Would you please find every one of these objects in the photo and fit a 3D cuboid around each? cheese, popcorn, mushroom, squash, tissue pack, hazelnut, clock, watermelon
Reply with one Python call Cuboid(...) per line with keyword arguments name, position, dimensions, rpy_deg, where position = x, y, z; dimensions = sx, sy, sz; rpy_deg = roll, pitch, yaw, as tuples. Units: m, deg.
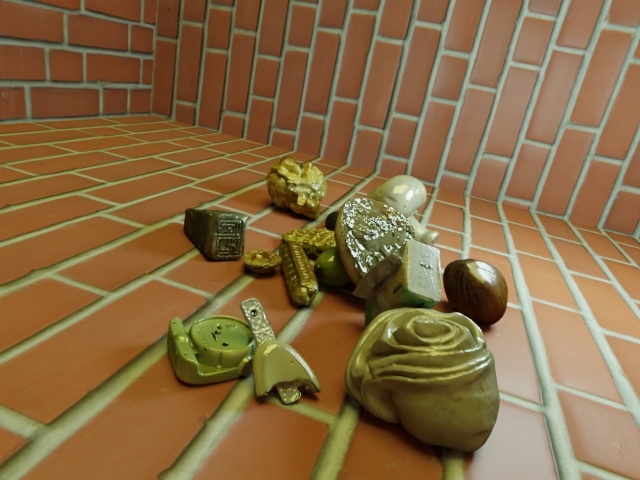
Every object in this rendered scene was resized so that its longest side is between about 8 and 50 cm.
Cuboid(name="cheese", position=(-0.100, 0.224, 0.975), dimensions=(0.127, 0.050, 0.235), rpy_deg=(-16, 70, -28))
Cuboid(name="popcorn", position=(-0.092, -0.225, 2.111), dimensions=(0.264, 0.225, 0.332), rpy_deg=(-18, 55, -34))
Cuboid(name="mushroom", position=(0.304, -0.126, 1.932), dimensions=(0.314, 0.316, 0.356), rpy_deg=(-1, 21, -31))
Cuboid(name="squash", position=(0.071, 0.077, 1.493), dimensions=(0.132, 0.133, 0.247), rpy_deg=(24, 25, 30))
Cuboid(name="tissue pack", position=(0.180, 0.118, 1.193), dimensions=(0.145, 0.229, 0.159), rpy_deg=(19, 52, -12))
Cuboid(name="hazelnut", position=(0.478, 0.144, 1.445), dimensions=(0.186, 0.210, 0.210), rpy_deg=(-1, 23, -20))
Cuboid(name="clock", position=(-0.204, 0.223, 1.025), dimensions=(0.231, 0.069, 0.170), rpy_deg=(0, 23, -30))
Cuboid(name="watermelon", position=(0.060, -0.065, 1.915), dimensions=(0.132, 0.105, 0.105), rpy_deg=(-6, 15, 18))

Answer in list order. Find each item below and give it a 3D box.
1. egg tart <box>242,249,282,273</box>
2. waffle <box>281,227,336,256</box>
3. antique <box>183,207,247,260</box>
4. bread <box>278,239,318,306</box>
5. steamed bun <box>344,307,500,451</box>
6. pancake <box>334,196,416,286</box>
Cuboid(name="egg tart", position=(-0.184, 0.067, 1.475), dimensions=(0.130, 0.052, 0.130), rpy_deg=(5, 19, -2))
Cuboid(name="waffle", position=(0.000, 0.003, 1.727), dimensions=(0.262, 0.060, 0.280), rpy_deg=(-7, 18, -24))
Cuboid(name="antique", position=(-0.361, -0.043, 1.590), dimensions=(0.125, 0.150, 0.284), rpy_deg=(2, 14, -36))
Cuboid(name="bread", position=(-0.071, 0.089, 1.450), dimensions=(0.077, 0.084, 0.367), rpy_deg=(48, 6, -23))
Cuboid(name="steamed bun", position=(0.231, 0.244, 0.993), dimensions=(0.309, 0.220, 0.324), rpy_deg=(20, 22, 17))
Cuboid(name="pancake", position=(0.188, 0.028, 1.480), dimensions=(0.386, 0.082, 0.387), rpy_deg=(23, 53, -33))
